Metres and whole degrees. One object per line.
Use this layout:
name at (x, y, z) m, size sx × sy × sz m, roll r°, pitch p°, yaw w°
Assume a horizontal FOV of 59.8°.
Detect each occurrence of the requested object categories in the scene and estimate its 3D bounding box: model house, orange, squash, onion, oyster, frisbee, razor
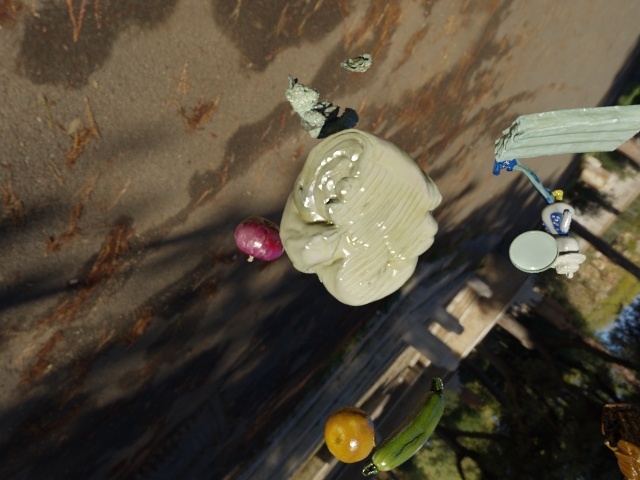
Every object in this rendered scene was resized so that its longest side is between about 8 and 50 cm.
model house at (0.796, 0.524, 1.316) m, size 0.229 × 0.219 × 0.200 m, roll -71°, pitch 157°, yaw -63°
orange at (0.086, 0.547, 1.580) m, size 0.134 × 0.154 × 0.155 m, roll 1°, pitch 127°, yaw -55°
squash at (0.223, 0.456, 1.342) m, size 0.318 × 0.080 × 0.071 m, roll -39°, pitch 163°, yaw -33°
onion at (-0.204, -0.003, 1.881) m, size 0.153 × 0.177 × 0.177 m, roll -60°, pitch 166°, yaw -12°
oyster at (0.099, -0.491, 1.555) m, size 0.100 × 0.098 × 0.037 m, roll -24°, pitch 126°, yaw -21°
frisbee at (0.495, 0.025, 1.292) m, size 0.110 × 0.110 × 0.014 m, roll -62°, pitch -179°, yaw 31°
razor at (0.632, -0.181, 1.674) m, size 0.324 × 0.056 × 0.093 m, roll 26°, pitch 76°, yaw -36°

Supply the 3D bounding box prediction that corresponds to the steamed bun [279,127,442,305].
steamed bun at (0.070, -0.055, 1.231) m, size 0.352 × 0.247 × 0.339 m, roll 32°, pitch 92°, yaw -32°

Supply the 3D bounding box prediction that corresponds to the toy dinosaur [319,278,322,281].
toy dinosaur at (0.000, 0.000, 1.540) m, size 0.167 × 0.242 × 0.053 m, roll -20°, pitch -164°, yaw 7°

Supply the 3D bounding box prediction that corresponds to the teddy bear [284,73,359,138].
teddy bear at (-0.012, -0.323, 1.426) m, size 0.111 × 0.213 × 0.133 m, roll -59°, pitch 174°, yaw 29°

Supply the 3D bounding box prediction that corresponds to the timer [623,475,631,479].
timer at (0.859, 0.655, 1.449) m, size 0.132 × 0.132 × 0.152 m, roll -55°, pitch 149°, yaw 10°

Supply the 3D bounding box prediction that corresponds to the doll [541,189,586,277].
doll at (0.773, -0.019, 1.795) m, size 0.138 × 0.119 × 0.293 m, roll 119°, pitch -29°, yaw -65°

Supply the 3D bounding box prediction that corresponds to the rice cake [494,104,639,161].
rice cake at (0.397, -0.168, 0.879) m, size 0.211 × 0.038 × 0.124 m, roll -4°, pitch 166°, yaw -5°
